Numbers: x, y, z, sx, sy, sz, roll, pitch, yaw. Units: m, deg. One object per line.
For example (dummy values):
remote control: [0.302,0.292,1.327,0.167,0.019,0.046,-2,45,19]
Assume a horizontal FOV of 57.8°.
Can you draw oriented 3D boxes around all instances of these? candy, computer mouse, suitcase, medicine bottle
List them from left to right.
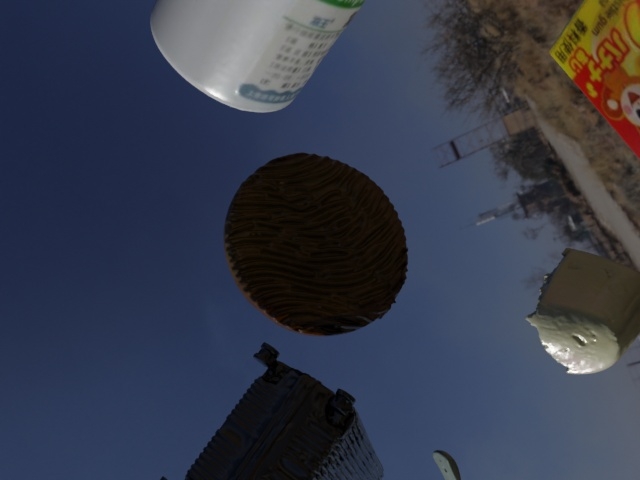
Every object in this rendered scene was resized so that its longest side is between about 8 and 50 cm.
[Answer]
suitcase: [-0.042,0.328,0.795,0.229,0.152,0.335,-51,-32,-22]
medicine bottle: [-0.018,-0.221,0.417,0.139,0.237,0.139,24,-140,-22]
computer mouse: [0.326,0.574,1.465,0.032,0.056,0.110,-28,-88,-32]
candy: [0.322,-0.109,0.466,0.276,0.088,0.146,56,172,11]

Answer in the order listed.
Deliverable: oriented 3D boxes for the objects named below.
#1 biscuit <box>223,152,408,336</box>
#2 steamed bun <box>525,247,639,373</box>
biscuit: [0.000,0.000,0.946,0.318,0.040,0.318,8,-113,-18]
steamed bun: [0.485,0.144,1.081,0.225,0.200,0.170,-31,-47,-36]
